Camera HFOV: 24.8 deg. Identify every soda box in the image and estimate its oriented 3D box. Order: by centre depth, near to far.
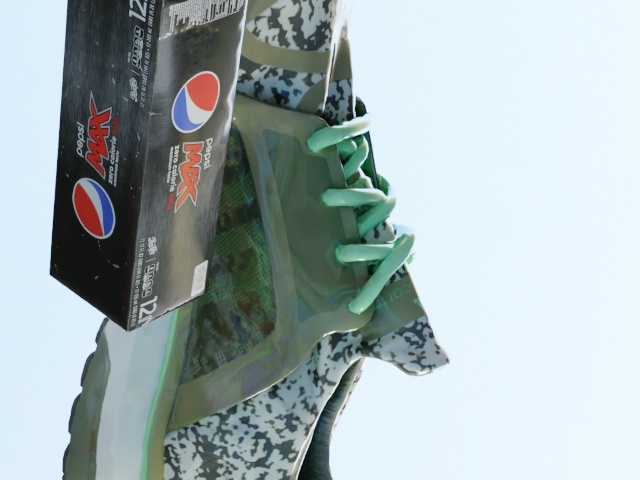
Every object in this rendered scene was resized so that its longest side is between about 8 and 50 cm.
[{"bbox_3d":[-0.077,-0.047,0.637,0.053,0.060,0.169,-26,-42,-43],"label":"soda box"}]

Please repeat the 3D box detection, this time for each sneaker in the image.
[{"bbox_3d":[0.000,0.000,0.777,0.158,0.182,0.410,-33,-39,-62],"label":"sneaker"}]
